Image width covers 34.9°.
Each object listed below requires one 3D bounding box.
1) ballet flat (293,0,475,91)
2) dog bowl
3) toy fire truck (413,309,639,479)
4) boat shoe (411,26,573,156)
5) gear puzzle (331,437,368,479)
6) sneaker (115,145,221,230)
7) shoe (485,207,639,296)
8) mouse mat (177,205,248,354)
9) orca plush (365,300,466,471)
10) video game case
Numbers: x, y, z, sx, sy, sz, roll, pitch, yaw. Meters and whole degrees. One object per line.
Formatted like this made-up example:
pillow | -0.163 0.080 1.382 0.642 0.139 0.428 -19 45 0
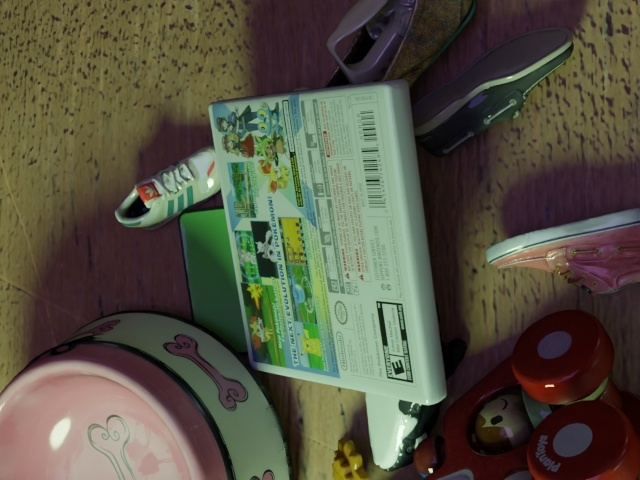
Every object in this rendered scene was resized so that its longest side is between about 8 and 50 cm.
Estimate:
ballet flat | 0.036 -0.171 1.149 0.123 0.123 0.348 39 103 16
dog bowl | -0.245 0.296 1.240 0.408 0.150 0.408 2 95 25
toy fire truck | 0.206 0.226 1.021 0.254 0.302 0.169 -25 122 19
boat shoe | 0.194 -0.164 1.136 0.206 0.075 0.065 -31 124 14
gear puzzle | 0.064 0.378 1.122 0.044 0.175 0.339 -7 63 -19
sneaker | -0.186 -0.063 1.263 0.161 0.075 0.057 -32 80 19
shoe | 0.271 0.024 1.097 0.178 0.063 0.081 -14 81 16
mouse mat | -0.099 0.049 1.261 0.152 0.007 0.190 -5 97 21
orca plush | 0.112 0.115 1.169 0.151 0.102 0.287 153 114 -64
video game case | 0.000 0.000 1.114 0.300 0.036 0.329 3 105 48
